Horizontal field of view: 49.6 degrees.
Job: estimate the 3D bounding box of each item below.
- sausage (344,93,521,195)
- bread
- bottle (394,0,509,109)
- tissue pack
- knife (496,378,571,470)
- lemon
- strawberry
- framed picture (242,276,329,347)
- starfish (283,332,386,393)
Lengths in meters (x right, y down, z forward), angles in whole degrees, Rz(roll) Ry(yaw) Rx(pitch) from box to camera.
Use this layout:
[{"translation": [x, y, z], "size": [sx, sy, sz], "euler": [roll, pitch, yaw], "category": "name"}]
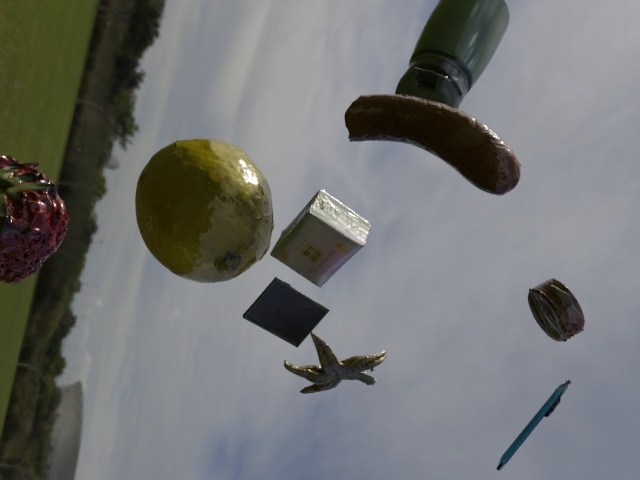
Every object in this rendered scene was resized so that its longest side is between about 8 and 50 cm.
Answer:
[{"translation": [0.164, -0.159, 1.048], "size": [0.302, 0.076, 0.103], "euler": [24, -64, 28], "category": "sausage"}, {"translation": [0.596, 0.176, 1.753], "size": [0.160, 0.073, 0.160], "euler": [58, -11, 18], "category": "bread"}, {"translation": [0.273, -0.387, 1.476], "size": [0.347, 0.168, 0.168], "euler": [-60, -170, -26], "category": "bottle"}, {"translation": [0.000, 0.000, 1.936], "size": [0.225, 0.185, 0.124], "euler": [-47, -167, 41], "category": "tissue pack"}, {"translation": [0.459, 0.388, 1.473], "size": [0.026, 0.296, 0.044], "euler": [40, -33, 20], "category": "knife"}, {"translation": [-0.213, -0.060, 1.270], "size": [0.284, 0.260, 0.260], "euler": [-88, -160, -45], "category": "lemon"}, {"translation": [-0.461, -0.024, 1.019], "size": [0.184, 0.187, 0.201], "euler": [-89, -172, -45], "category": "strawberry"}, {"translation": [-0.068, 0.147, 1.398], "size": [0.109, 0.149, 0.011], "euler": [-49, -148, 12], "category": "framed picture"}, {"translation": [0.031, 0.293, 1.570], "size": [0.235, 0.277, 0.062], "euler": [-25, -129, 22], "category": "starfish"}]
